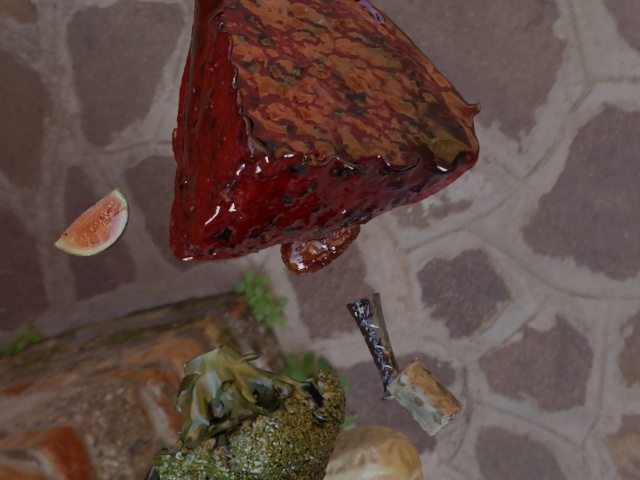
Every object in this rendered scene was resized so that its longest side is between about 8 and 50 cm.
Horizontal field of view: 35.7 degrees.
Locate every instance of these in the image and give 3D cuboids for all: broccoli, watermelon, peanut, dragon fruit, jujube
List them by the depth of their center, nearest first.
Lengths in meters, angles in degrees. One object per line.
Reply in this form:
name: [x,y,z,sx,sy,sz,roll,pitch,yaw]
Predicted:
broccoli: [-0.049,0.128,0.654,0.131,0.130,0.120,-30,82,46]
dragon fruit: [-0.029,-0.149,1.065,0.228,0.286,0.329,-60,43,49]
peanut: [0.012,0.286,1.168,0.257,0.123,0.123,-21,99,34]
jujube: [0.000,0.000,1.477,0.129,0.077,0.077,-34,94,-7]
watermelon: [-0.413,-0.013,1.892,0.163,0.087,0.069,-43,51,-6]

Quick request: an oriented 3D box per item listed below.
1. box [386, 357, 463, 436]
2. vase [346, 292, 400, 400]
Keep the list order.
box: [0.144,0.217,1.376,0.098,0.045,0.062,47,142,14]
vase: [0.095,0.170,1.583,0.059,0.059,0.167,-22,85,29]
